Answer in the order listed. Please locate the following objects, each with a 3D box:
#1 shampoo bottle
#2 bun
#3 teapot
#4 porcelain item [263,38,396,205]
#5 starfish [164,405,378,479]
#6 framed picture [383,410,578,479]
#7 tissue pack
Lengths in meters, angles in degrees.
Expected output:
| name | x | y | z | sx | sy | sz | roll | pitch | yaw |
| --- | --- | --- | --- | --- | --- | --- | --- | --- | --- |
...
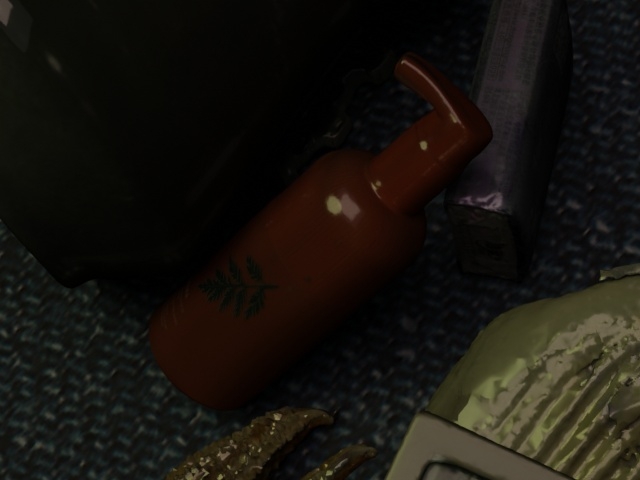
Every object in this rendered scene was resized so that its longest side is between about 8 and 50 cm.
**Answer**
| name | x | y | z | sx | sy | sz | roll | pitch | yaw |
| --- | --- | --- | --- | --- | --- | --- | --- | --- | --- |
| shampoo bottle | 0.001 | 0.002 | 0.856 | 0.244 | 0.085 | 0.085 | -44 | 61 | 31 |
| bun | 0.175 | 0.144 | 0.784 | 0.272 | 0.168 | 0.273 | -1 | 80 | 8 |
| teapot | -0.093 | -0.184 | 0.920 | 0.361 | 0.306 | 0.376 | -37 | 28 | -7 |
| porcelain item | -0.014 | -0.085 | 0.993 | 0.075 | 0.021 | 0.136 | 27 | 74 | 24 |
| starfish | -0.090 | 0.190 | 0.857 | 0.293 | 0.084 | 0.301 | -27 | 47 | 6 |
| framed picture | 0.082 | 0.267 | 0.672 | 0.240 | 0.020 | 0.324 | 25 | 82 | 17 |
| tissue pack | 0.115 | -0.066 | 0.908 | 0.051 | 0.112 | 0.156 | 9 | 70 | 16 |
